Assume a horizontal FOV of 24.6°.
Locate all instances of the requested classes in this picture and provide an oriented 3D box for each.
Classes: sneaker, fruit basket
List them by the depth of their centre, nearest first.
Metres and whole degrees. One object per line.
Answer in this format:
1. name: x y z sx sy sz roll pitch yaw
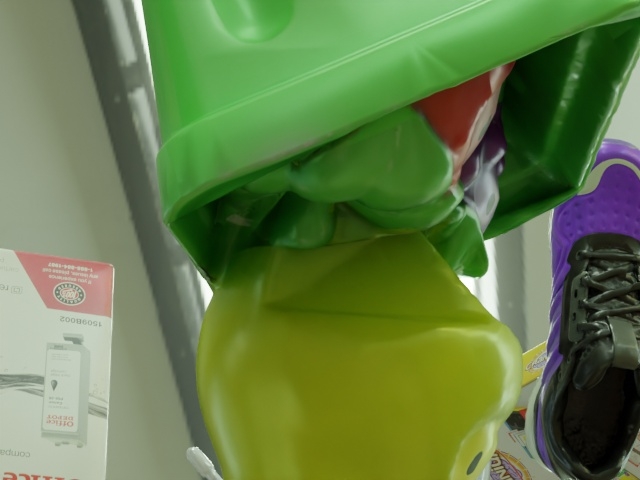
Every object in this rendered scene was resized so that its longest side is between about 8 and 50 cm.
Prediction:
1. fruit basket: 0.041 0.004 0.800 0.283 0.392 0.392 -23 -49 -2
2. sneaker: 0.237 0.065 1.195 0.102 0.146 0.293 6 -85 0

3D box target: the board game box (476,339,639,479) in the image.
1. board game box: 0.303 0.218 1.626 0.242 0.064 0.316 44 -52 -14

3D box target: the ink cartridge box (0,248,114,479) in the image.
1. ink cartridge box: -0.316 0.157 1.445 0.207 0.283 0.117 9 -34 -18

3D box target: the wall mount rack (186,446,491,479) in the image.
1. wall mount rack: 0.004 0.266 1.532 0.304 0.130 0.350 12 -32 -3
